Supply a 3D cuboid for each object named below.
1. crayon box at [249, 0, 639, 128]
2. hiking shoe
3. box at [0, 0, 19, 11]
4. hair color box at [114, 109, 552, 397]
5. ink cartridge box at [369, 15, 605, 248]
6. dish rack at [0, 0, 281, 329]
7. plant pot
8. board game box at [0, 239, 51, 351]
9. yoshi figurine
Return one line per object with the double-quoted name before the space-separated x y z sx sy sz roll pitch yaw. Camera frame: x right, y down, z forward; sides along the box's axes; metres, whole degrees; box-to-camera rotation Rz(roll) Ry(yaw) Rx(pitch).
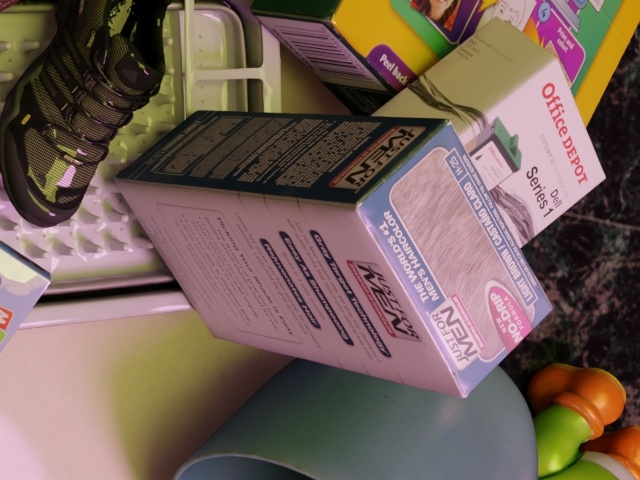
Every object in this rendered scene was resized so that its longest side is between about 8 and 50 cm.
"crayon box" 0.138 -0.232 1.709 0.363 0.106 0.313 42 69 -44
"hiking shoe" -0.176 -0.118 1.455 0.086 0.114 0.226 21 83 -32
"box" -0.258 -0.286 1.381 0.167 0.203 0.168 -35 77 -27
"hair color box" 0.000 0.000 1.442 0.105 0.347 0.174 -42 116 -23
"ink cartridge box" 0.117 -0.057 1.602 0.219 0.092 0.160 -39 134 -8
"dish rack" -0.188 -0.079 1.560 0.333 0.072 0.285 -6 98 -34
"plant pot" 0.052 0.211 1.635 0.235 0.293 0.293 -51 120 -37
"board game box" -0.335 0.033 1.428 0.211 0.039 0.160 35 92 -14
"yoshi figurine" 0.176 0.299 1.816 0.362 0.204 0.203 -54 162 -34
